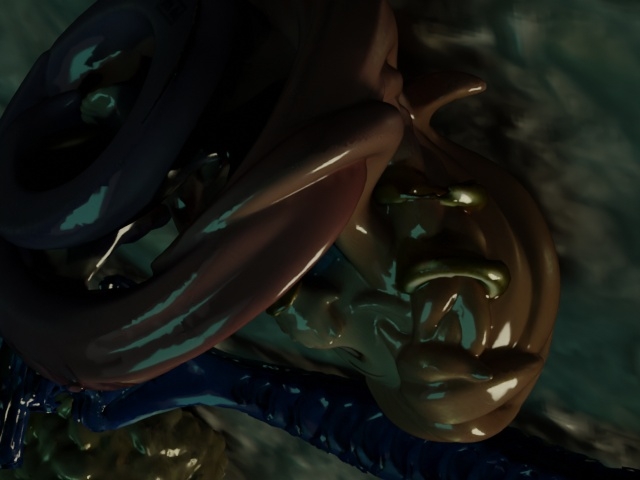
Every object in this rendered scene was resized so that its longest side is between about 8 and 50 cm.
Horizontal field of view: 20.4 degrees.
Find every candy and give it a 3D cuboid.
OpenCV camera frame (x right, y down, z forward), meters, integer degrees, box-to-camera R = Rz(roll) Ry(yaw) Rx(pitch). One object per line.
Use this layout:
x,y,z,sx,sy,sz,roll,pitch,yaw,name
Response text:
-0.085,0.105,0.683,0.095,0.110,0.085,29,154,-25,candy

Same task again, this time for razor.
0.030,0.064,0.565,0.324,0.093,0.056,14,-174,24,razor

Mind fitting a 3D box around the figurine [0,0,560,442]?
0.000,-0.010,0.439,0.157,0.114,0.126,13,-168,-22,figurine
